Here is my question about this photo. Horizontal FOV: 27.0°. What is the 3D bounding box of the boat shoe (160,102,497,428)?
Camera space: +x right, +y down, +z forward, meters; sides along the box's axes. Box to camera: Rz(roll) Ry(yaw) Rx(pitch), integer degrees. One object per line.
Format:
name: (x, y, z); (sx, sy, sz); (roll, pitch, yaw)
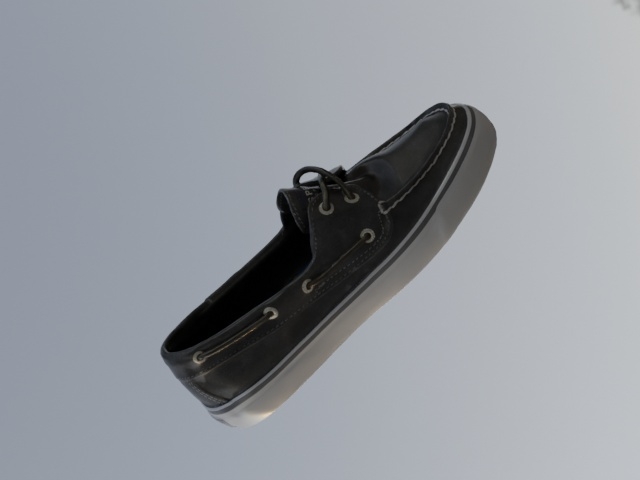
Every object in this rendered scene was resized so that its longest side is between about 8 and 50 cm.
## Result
boat shoe: (0.000, 0.000, 0.739); (0.076, 0.228, 0.080); (42, -176, -29)
